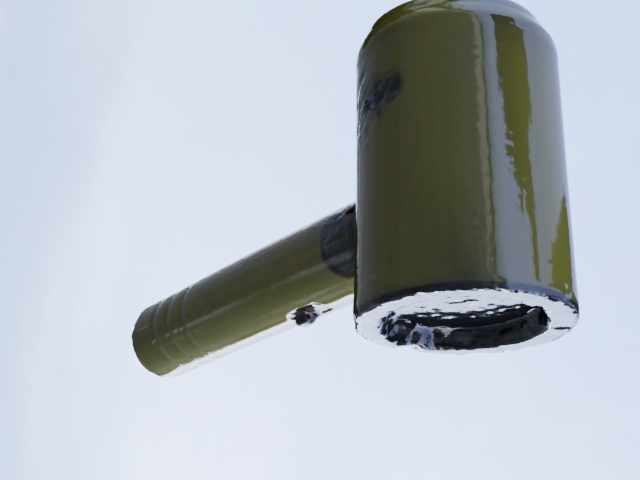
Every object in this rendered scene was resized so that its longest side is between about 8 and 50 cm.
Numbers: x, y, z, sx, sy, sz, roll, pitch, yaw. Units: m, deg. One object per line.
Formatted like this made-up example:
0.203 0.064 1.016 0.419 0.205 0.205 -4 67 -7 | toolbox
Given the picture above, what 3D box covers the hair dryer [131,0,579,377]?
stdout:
0.000 0.000 0.730 0.278 0.090 0.135 -26 -121 47 | hair dryer
